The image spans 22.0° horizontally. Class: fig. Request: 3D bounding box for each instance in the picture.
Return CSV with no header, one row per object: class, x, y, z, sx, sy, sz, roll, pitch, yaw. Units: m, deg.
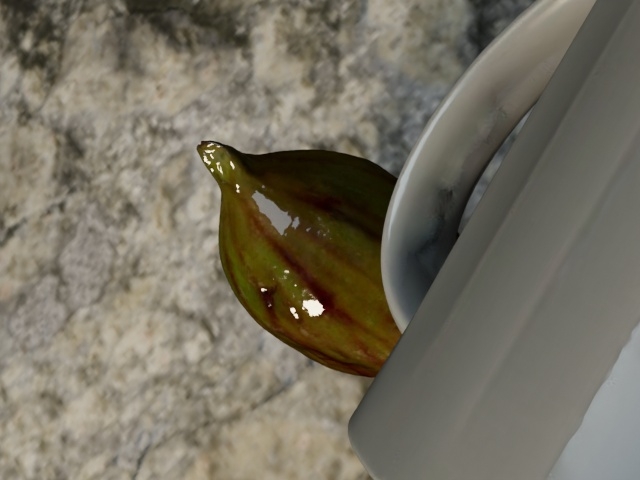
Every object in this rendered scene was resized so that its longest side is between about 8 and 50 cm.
fig,0.000,0.000,0.791,0.109,0.154,0.103,-12,47,38

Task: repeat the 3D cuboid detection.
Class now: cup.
cup,0.168,-0.025,0.628,0.323,0.237,0.327,37,100,50
